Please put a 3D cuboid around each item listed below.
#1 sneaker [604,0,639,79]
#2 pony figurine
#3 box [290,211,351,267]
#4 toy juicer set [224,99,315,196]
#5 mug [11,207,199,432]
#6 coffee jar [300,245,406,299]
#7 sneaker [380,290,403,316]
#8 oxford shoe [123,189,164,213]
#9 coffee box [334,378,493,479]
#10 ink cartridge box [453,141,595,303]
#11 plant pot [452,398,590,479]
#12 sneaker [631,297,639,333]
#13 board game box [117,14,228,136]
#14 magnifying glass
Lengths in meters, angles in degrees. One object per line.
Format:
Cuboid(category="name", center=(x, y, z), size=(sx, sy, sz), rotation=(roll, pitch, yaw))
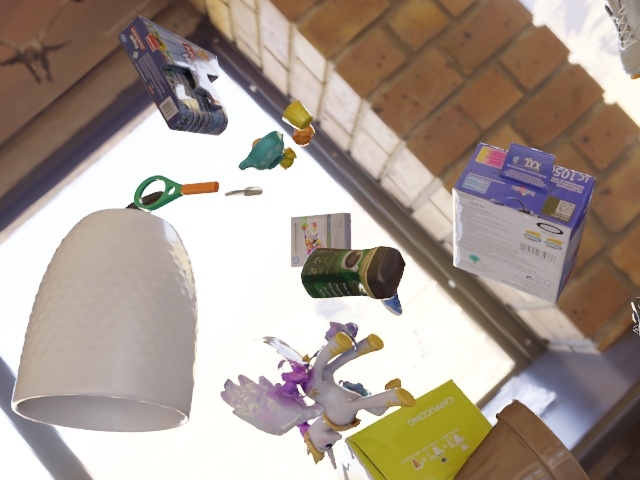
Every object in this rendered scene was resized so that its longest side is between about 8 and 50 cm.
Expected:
Cuboid(category="sneaker", center=(0.667, -0.479, 1.685), size=(0.099, 0.121, 0.262), rotation=(-21, 61, 55))
Cuboid(category="pony figurine", center=(-0.006, 0.338, 1.752), size=(0.363, 0.351, 0.303), rotation=(-46, 2, 33))
Cuboid(category="box", center=(0.000, 0.000, 2.110), size=(0.186, 0.145, 0.038), rotation=(-3, -4, 38))
Cuboid(category="toy juicer set", center=(-0.147, -0.237, 2.153), size=(0.329, 0.089, 0.209), rotation=(-47, -13, -2))
Cuboid(category="mug", center=(-0.352, 0.147, 1.320), size=(0.374, 0.276, 0.328), rotation=(127, 148, -60))
Cuboid(category="coffee jar", center=(0.061, 0.059, 1.404), size=(0.184, 0.079, 0.096), rotation=(-2, 44, 36))
Cuboid(category="sneaker", center=(0.199, 0.129, 2.126), size=(0.084, 0.152, 0.058), rotation=(-41, -20, 28))
Cuboid(category="oxford shoe", center=(-0.485, -0.048, 2.028), size=(0.227, 0.096, 0.083), rotation=(-45, 20, -27))
Cuboid(category="coffee box", center=(0.268, 0.612, 1.891), size=(0.337, 0.338, 0.334), rotation=(-23, -36, -25))
Cuboid(category="ink cartridge box", center=(0.447, -0.050, 1.724), size=(0.151, 0.270, 0.395), rotation=(-59, -24, -23))
Cuboid(category="plant pot", center=(0.408, 0.508, 1.623), size=(0.229, 0.263, 0.263), rotation=(-38, -4, -5))
Cuboid(category="sneaker", center=(0.584, 0.179, 1.329), size=(0.227, 0.130, 0.087), rotation=(-51, -36, -31))
Cuboid(category="board game box", center=(-0.228, -0.278, 1.335), size=(0.060, 0.194, 0.194), rotation=(-35, -11, 24))
Cuboid(category="magnifying glass", center=(-0.331, -0.113, 1.763), size=(0.231, 0.026, 0.092), rotation=(-4, 60, 29))
